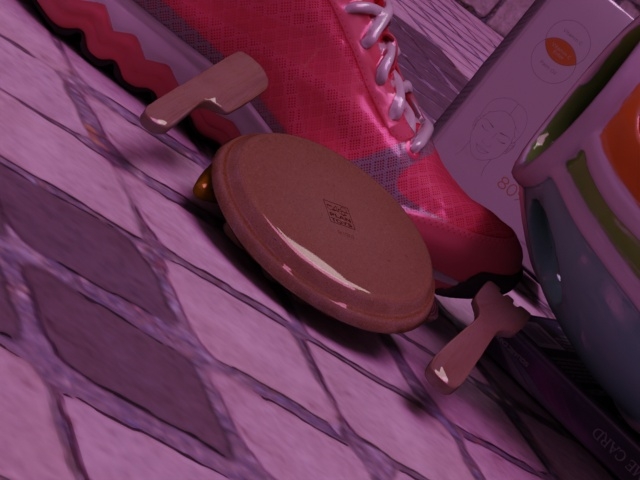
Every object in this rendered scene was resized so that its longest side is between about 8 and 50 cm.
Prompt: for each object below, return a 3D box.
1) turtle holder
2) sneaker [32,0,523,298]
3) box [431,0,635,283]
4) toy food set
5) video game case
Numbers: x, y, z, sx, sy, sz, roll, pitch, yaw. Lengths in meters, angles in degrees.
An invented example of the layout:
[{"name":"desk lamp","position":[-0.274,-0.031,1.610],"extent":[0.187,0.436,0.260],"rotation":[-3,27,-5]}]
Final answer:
[{"name":"turtle holder","position":[0.226,-0.015,0.991],"extent":[0.227,0.243,0.320],"rotation":[38,21,-3]},{"name":"sneaker","position":[-0.002,-0.093,0.982],"extent":[0.314,0.136,0.116],"rotation":[38,13,-5]},{"name":"box","position":[0.157,-0.072,1.263],"extent":[0.130,0.170,0.091],"rotation":[40,0,-4]},{"name":"toy food set","position":[0.000,0.000,0.882],"extent":[0.192,0.038,0.132],"rotation":[42,28,6]},{"name":"video game case","position":[0.217,0.141,1.051],"extent":[0.274,0.026,0.196],"rotation":[45,13,22]}]
